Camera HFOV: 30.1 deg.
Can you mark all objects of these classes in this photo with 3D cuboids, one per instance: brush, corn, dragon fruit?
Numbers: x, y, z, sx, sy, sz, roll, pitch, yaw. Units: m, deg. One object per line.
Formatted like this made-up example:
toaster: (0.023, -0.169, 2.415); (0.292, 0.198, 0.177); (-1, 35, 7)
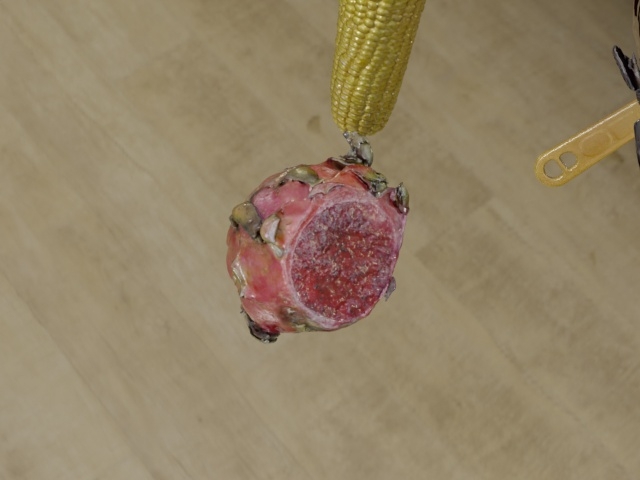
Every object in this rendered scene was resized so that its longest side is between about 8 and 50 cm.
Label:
brush: (0.334, -0.132, 1.210); (0.103, 0.272, 0.013); (53, 25, -9)
corn: (0.069, -0.265, 1.474); (0.106, 0.305, 0.106); (7, 41, -6)
dragon fruit: (0.000, 0.000, 1.401); (0.211, 0.147, 0.282); (30, 87, -22)

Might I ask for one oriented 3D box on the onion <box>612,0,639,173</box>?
onion: (0.274, -0.053, 0.569); (0.232, 0.314, 0.314); (-27, 56, 21)
